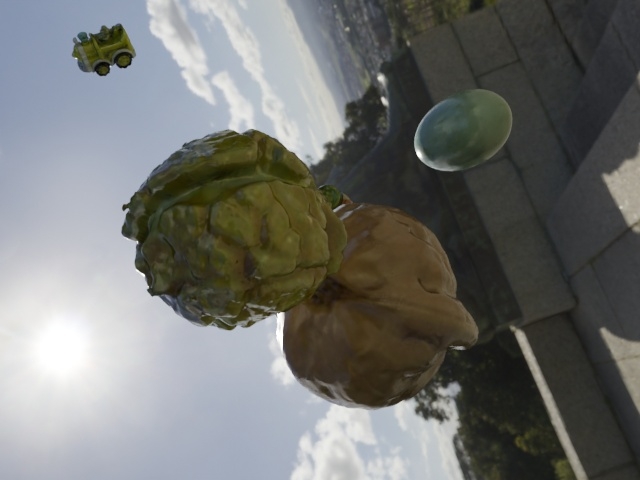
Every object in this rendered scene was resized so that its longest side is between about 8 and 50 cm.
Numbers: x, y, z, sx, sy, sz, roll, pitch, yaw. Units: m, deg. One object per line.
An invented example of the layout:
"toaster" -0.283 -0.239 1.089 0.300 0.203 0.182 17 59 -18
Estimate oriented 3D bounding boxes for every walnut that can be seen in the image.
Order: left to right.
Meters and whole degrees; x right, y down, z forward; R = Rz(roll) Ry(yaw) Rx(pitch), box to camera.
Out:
"walnut" 0.094 0.114 1.114 0.383 0.384 0.383 -21 -90 -84

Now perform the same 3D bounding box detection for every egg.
"egg" 0.319 -0.246 1.415 0.168 0.231 0.168 35 -139 -38

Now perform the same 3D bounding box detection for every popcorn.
"popcorn" -0.121 -0.010 0.836 0.247 0.282 0.282 -38 -72 -60

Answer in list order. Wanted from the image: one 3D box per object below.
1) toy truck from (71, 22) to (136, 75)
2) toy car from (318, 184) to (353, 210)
"toy truck" -0.407 -0.360 1.164 0.076 0.111 0.077 56 162 28
"toy car" 0.000 0.000 1.525 0.145 0.235 0.235 69 -179 -80
